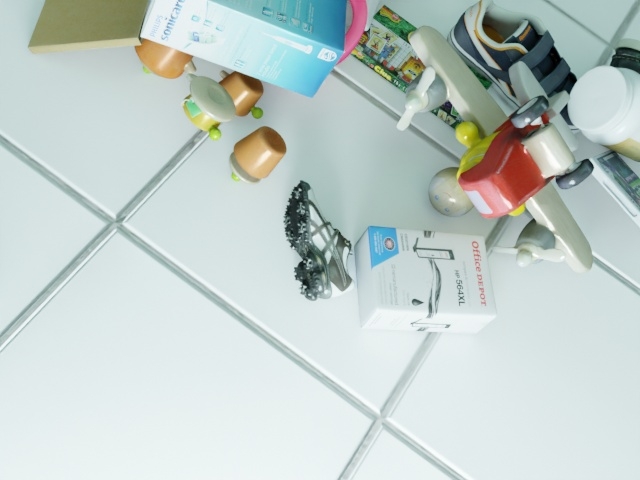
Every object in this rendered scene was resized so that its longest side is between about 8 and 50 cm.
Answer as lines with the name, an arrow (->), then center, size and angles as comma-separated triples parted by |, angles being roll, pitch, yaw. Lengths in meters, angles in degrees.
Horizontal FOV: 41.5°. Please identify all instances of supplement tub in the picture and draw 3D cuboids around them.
supplement tub -> 0.569, -0.234, 1.565 | 0.200, 0.144, 0.144 | 15, 58, -36

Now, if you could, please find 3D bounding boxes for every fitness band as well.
fitness band -> -0.054, -0.432, 1.522 | 0.291, 0.054, 0.209 | 38, 79, 5

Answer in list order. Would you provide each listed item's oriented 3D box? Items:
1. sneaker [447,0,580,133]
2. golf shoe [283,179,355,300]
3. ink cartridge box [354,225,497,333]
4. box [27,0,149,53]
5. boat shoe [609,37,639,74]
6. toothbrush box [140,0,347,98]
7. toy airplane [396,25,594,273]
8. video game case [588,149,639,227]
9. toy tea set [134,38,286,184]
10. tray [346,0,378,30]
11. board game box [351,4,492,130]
sneaker -> 0.394, -0.332, 1.603 | 0.321, 0.127, 0.126 | 36, 58, 1
golf shoe -> 0.000, 0.000, 1.343 | 0.094, 0.077, 0.198 | 0, 70, -30
ink cartridge box -> 0.165, 0.064, 1.348 | 0.203, 0.086, 0.148 | 3, 63, -16
box -> -0.367, -0.378, 1.385 | 0.201, 0.021, 0.164 | -1, 60, 15
boat shoe -> 0.718, -0.270, 1.686 | 0.340, 0.127, 0.113 | 30, 88, -10
toothbrush box -> -0.114, -0.385, 1.342 | 0.296, 0.126, 0.216 | 16, 54, -21
toy airplane -> 0.300, -0.144, 1.426 | 0.384, 0.272, 0.386 | 25, 38, -48
video game case -> 0.565, -0.090, 1.539 | 0.173, 0.022, 0.190 | 52, 30, 11
toy tea set -> -0.188, -0.235, 1.396 | 0.200, 0.124, 0.336 | 6, 54, -48
tray -> -0.018, -0.494, 1.593 | 0.270, 0.030, 0.145 | 19, 60, -1
board game box -> 0.187, -0.327, 1.590 | 0.260, 0.030, 0.136 | 36, 57, 2
